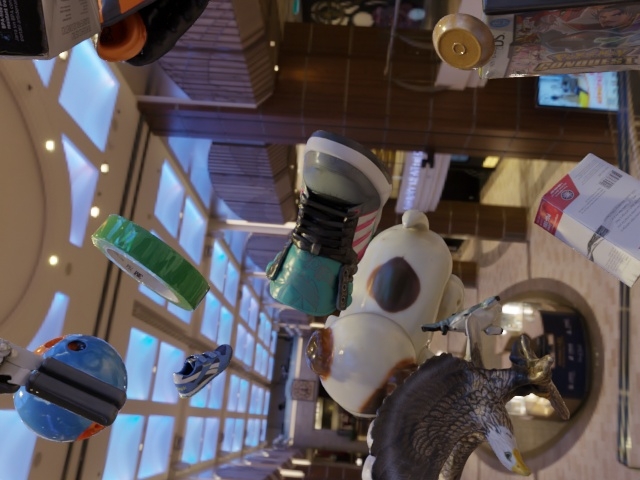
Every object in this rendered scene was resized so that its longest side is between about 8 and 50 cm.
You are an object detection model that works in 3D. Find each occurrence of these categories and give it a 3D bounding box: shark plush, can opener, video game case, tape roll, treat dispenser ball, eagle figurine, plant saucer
[{"bbox_3d":[0.265,0.151,1.003,0.067,0.161,0.073,-140,27,-73],"label":"shark plush"},{"bbox_3d":[-0.486,0.252,0.966,0.074,0.280,0.093,-75,10,-58],"label":"can opener"},{"bbox_3d":[0.361,-0.286,0.750,0.248,0.274,0.035,13,-101,-74],"label":"video game case"},{"bbox_3d":[-0.440,0.064,1.422,0.077,0.321,0.321,-55,-15,-21],"label":"tape roll"},{"bbox_3d":[-0.682,0.405,1.505,0.288,0.287,0.289,4,-90,-87],"label":"treat dispenser ball"},{"bbox_3d":[0.204,0.263,0.775,0.226,0.298,0.225,57,-179,0],"label":"eagle figurine"},{"bbox_3d":[0.180,-0.249,0.698,0.015,0.083,0.083,-58,-16,-27],"label":"plant saucer"}]

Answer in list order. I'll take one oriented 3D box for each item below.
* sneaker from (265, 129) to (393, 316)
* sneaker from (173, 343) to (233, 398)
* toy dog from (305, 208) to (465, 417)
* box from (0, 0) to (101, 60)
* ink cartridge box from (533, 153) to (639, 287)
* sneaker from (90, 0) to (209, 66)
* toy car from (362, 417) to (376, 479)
[{"bbox_3d":[0.000,0.000,0.684,0.295,0.123,0.179,72,-138,-71],"label":"sneaker"},{"bbox_3d":[-0.234,0.249,1.094,0.144,0.053,0.059,-42,-64,-40],"label":"sneaker"},{"bbox_3d":[0.146,0.178,1.114,0.408,0.284,0.396,-55,-14,-44],"label":"toy dog"},{"bbox_3d":[-0.286,-0.156,0.293,0.169,0.289,0.087,-117,27,-61],"label":"box"},{"bbox_3d":[0.342,-0.026,0.643,0.099,0.135,0.056,-38,-31,-16],"label":"ink cartridge box"},{"bbox_3d":[-0.240,-0.239,0.471,0.124,0.320,0.180,34,-137,-86],"label":"sneaker"},{"bbox_3d":[0.148,0.400,0.937,0.136,0.159,0.182,-32,-49,-66],"label":"toy car"}]
